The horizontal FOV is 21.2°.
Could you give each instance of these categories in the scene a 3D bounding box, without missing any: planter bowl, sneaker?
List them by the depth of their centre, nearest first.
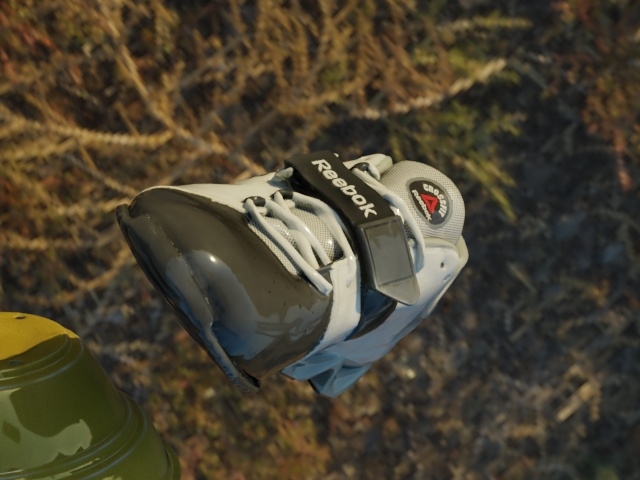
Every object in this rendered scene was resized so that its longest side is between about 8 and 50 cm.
[{"bbox_3d":[0.000,0.000,0.924,0.146,0.122,0.330,-37,168,9],"label":"sneaker"},{"bbox_3d":[-0.189,0.097,0.967,0.217,0.217,0.090,-10,109,-24],"label":"planter bowl"}]
